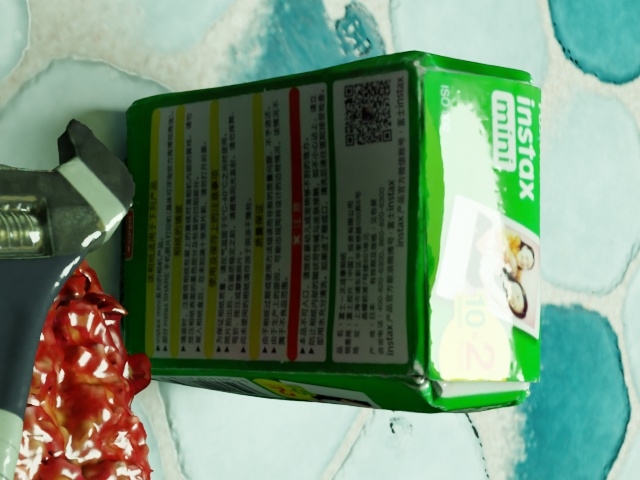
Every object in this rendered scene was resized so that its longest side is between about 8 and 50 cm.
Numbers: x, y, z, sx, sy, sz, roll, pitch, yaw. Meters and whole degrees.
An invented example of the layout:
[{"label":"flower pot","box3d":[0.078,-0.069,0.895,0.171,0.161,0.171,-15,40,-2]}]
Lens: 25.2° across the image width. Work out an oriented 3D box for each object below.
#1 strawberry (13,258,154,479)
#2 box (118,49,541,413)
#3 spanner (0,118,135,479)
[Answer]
[{"label":"strawberry","box3d":[-0.176,0.103,0.635,0.274,0.220,0.274,-2,94,-40]},{"label":"box","box3d":[0.000,0.000,0.772,0.103,0.250,0.180,5,85,-47]},{"label":"spanner","box3d":[-0.134,0.070,0.530,0.087,0.024,0.316,23,50,-20]}]
